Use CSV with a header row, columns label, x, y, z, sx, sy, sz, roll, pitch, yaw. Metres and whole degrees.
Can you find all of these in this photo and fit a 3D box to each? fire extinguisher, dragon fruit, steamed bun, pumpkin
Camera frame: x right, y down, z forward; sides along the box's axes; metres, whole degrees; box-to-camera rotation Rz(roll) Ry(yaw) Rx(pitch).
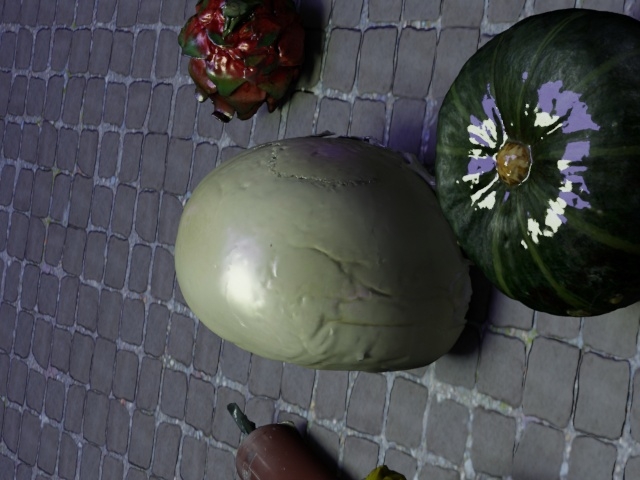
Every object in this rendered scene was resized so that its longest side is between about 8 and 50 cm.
label,x,y,z,sx,sy,sz,roll,pitch,yaw
fire extinguisher,-0.037,0.296,2.173,0.269,0.105,0.105,42,119,53
dragon fruit,-0.102,-0.255,2.316,0.188,0.182,0.182,-28,61,43
steamed bun,0.000,0.000,1.977,0.334,0.312,0.233,28,111,48
pumpkin,0.249,-0.074,1.695,0.300,0.207,0.300,-1,89,45

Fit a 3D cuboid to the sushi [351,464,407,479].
label,x,y,z,sx,sy,sz,roll,pitch,yaw
sushi,0.047,0.446,1.792,0.351,0.240,0.396,-45,20,35
